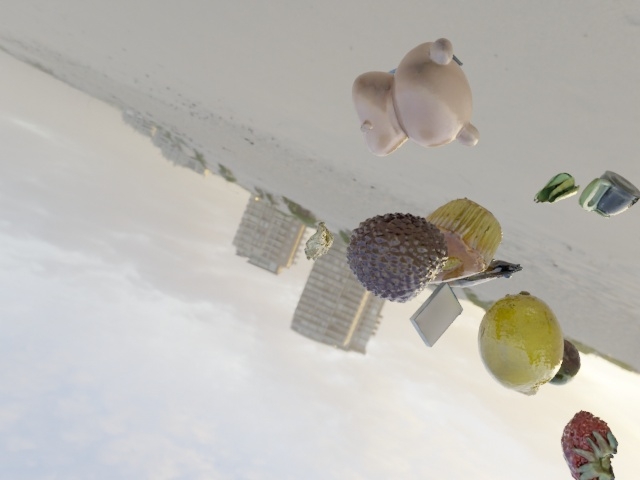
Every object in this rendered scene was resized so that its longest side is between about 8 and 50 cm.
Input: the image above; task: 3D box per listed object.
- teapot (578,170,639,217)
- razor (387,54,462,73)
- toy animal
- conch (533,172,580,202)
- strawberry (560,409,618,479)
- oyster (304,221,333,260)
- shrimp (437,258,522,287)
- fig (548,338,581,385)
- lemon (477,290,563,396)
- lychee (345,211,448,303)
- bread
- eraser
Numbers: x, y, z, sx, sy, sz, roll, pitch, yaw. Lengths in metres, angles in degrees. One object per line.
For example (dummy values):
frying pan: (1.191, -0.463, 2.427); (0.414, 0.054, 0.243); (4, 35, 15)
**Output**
teapot: (0.627, -0.101, 1.169); (0.124, 0.091, 0.092); (25, -146, -6)
razor: (0.236, -0.427, 1.315); (0.082, 0.042, 0.253); (35, 168, -26)
toy animal: (0.176, -0.277, 1.065); (0.229, 0.221, 0.210); (-109, -5, -64)
conch: (0.768, -0.161, 1.706); (0.170, 0.079, 0.105); (-32, -163, -28)
strawberry: (0.824, 0.665, 1.688); (0.137, 0.234, 0.306); (2, 175, 7)
oyster: (0.000, 0.000, 1.389); (0.045, 0.146, 0.121); (27, -147, 17)
shrimp: (0.465, 0.068, 1.603); (0.316, 0.164, 0.062); (-6, 140, 46)
fig: (0.873, 0.449, 1.979); (0.181, 0.181, 0.191); (25, 171, 23)
lemon: (0.559, 0.284, 1.490); (0.235, 0.263, 0.236); (13, 152, 7)
lychee: (0.143, 0.025, 1.029); (0.188, 0.188, 0.188); (22, -173, -3)
bread: (0.344, 0.021, 1.434); (0.204, 0.156, 0.288); (45, 154, -7)
eraser: (0.310, 0.197, 1.408); (0.104, 0.150, 0.023); (56, 156, -20)
